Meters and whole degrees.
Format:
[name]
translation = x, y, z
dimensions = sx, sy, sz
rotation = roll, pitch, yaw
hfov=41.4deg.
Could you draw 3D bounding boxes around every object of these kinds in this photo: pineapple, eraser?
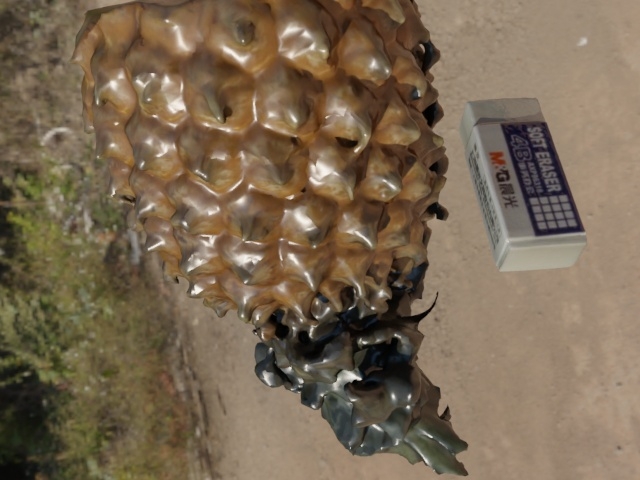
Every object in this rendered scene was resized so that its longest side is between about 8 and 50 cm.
[pineapple]
translation = -0.002, 0.000, 0.543
dimensions = 0.223, 0.223, 0.357
rotation = 16, 130, 59
[eraser]
translation = 0.305, -0.091, 1.301
dimensions = 0.081, 0.124, 0.278
rotation = 96, 167, -57
